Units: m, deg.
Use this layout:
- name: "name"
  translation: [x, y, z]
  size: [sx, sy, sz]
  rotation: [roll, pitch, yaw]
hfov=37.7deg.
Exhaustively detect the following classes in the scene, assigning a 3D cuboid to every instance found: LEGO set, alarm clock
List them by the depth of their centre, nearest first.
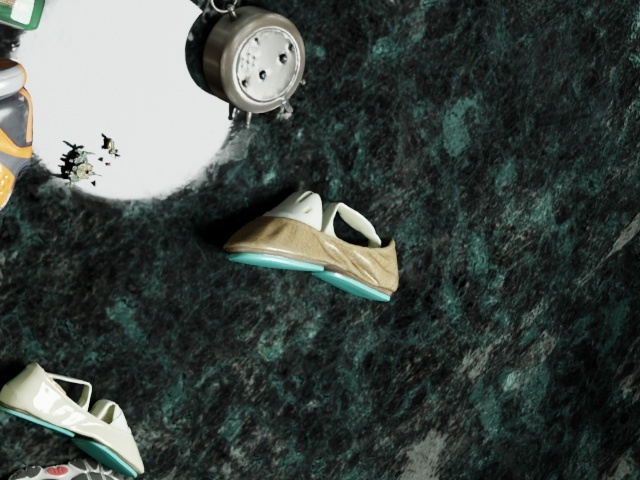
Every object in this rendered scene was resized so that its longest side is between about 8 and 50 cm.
- name: "LEGO set"
  translation: [-0.280, -0.092, 1.127]
  size: [0.083, 0.023, 0.054]
  rotation: [-30, 131, -42]
- name: "alarm clock"
  translation: [-0.088, -0.242, 1.182]
  size: [0.129, 0.064, 0.192]
  rotation: [-42, 128, -16]

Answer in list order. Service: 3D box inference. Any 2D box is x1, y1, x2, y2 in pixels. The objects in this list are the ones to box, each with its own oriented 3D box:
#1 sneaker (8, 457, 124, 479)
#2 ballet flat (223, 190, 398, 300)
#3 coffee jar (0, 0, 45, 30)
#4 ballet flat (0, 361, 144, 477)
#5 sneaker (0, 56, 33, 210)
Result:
- name: "sneaker"
  translation: [-0.347, 0.341, 1.268]
  size: [0.170, 0.068, 0.071]
  rotation: [5, 123, -32]
- name: "ballet flat"
  translation: [0.000, 0.000, 1.352]
  size: [0.342, 0.116, 0.124]
  rotation: [17, 79, -44]
- name: "coffee jar"
  translation: [-0.308, -0.313, 0.949]
  size: [0.096, 0.079, 0.184]
  rotation: [12, 102, -43]
- name: "ballet flat"
  translation: [-0.308, 0.233, 1.229]
  size: [0.086, 0.086, 0.248]
  rotation: [-51, 133, -7]
- name: "sneaker"
  translation: [-0.434, -0.070, 0.935]
  size: [0.321, 0.124, 0.180]
  rotation: [-17, 120, -33]
